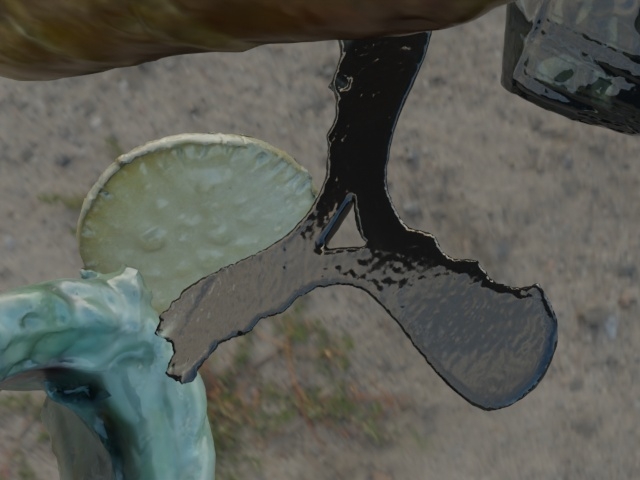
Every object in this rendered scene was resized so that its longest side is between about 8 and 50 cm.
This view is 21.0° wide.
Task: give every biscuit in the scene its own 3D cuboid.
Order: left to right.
[{"bbox_3d":[-0.069,-0.002,1.018,0.152,0.152,0.020,-18,38,4],"label":"biscuit"}]

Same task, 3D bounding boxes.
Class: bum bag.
[{"bbox_3d":[0.248,-0.086,0.902,0.340,0.095,0.144,29,106,26],"label":"bum bag"}]

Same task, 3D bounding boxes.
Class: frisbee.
[{"bbox_3d":[0.000,0.000,0.725,0.187,0.012,0.211,-30,57,27],"label":"frisbee"}]

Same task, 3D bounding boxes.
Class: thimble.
[{"bbox_3d":[-0.149,0.113,0.815,0.185,0.149,0.211,36,61,-23],"label":"thimble"}]

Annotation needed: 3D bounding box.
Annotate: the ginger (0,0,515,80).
[{"bbox_3d":[-0.067,-0.163,0.561,0.418,0.254,0.176,4,69,51],"label":"ginger"}]
